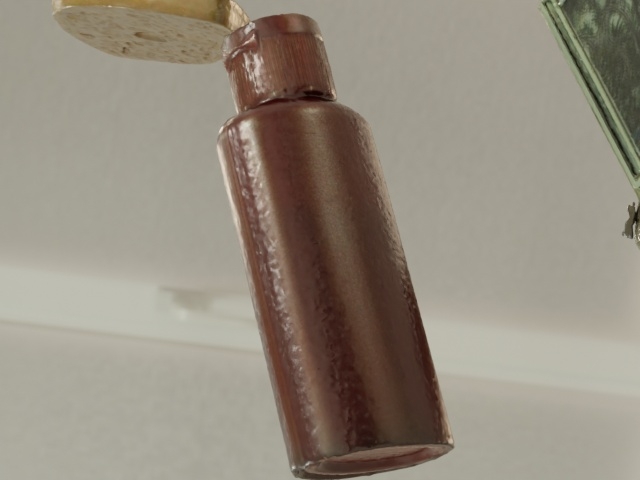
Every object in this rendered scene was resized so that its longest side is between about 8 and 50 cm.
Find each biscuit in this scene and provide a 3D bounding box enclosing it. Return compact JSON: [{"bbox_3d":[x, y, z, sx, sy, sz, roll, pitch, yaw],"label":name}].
[{"bbox_3d":[-0.127,-0.164,1.256,0.221,0.142,0.029,178,105,-68],"label":"biscuit"}]

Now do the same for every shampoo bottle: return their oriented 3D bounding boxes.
[{"bbox_3d":[0.000,0.000,0.950,0.064,0.102,0.260,-34,64,48],"label":"shampoo bottle"}]

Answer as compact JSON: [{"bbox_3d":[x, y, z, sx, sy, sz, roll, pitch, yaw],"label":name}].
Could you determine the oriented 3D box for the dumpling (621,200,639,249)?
[{"bbox_3d":[0.346,0.003,1.174,0.332,0.086,0.166,42,127,48],"label":"dumpling"}]

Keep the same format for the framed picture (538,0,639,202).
[{"bbox_3d":[0.166,-0.126,0.734,0.183,0.011,0.142,-55,37,34],"label":"framed picture"}]
